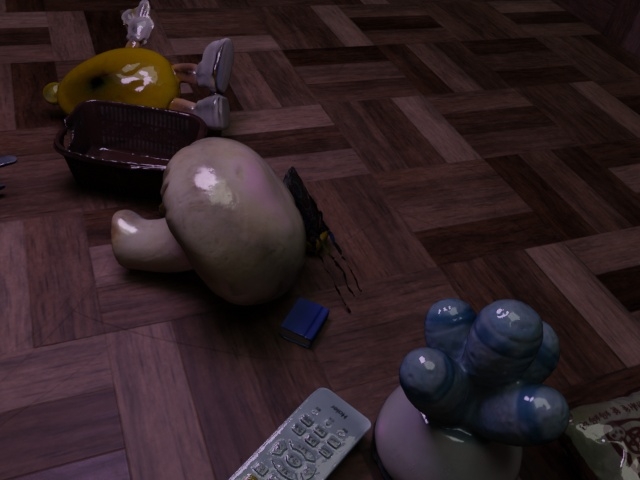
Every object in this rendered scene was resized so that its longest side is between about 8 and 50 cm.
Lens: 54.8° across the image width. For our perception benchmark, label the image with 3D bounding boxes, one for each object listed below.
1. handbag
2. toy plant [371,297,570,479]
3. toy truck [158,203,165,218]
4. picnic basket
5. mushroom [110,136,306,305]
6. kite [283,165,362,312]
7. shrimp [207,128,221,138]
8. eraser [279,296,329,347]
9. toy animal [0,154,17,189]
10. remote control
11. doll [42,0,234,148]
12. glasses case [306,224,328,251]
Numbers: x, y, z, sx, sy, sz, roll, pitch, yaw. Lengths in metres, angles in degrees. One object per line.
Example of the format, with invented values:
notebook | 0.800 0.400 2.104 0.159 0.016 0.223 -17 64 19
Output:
handbag | 0.480 0.336 0.932 0.213 0.127 0.235 -6 46 -21
toy plant | 0.216 0.210 0.869 0.247 0.332 0.247 6 40 -5
toy truck | -0.272 -0.075 1.296 0.123 0.052 0.063 -28 48 -33
picnic basket | -0.399 -0.184 1.335 0.297 0.129 0.222 9 43 0
mushroom | -0.178 -0.051 1.113 0.356 0.315 0.315 29 45 19
kite | 0.000 0.000 1.163 0.015 0.152 0.285 -23 74 -21
shrimp | -0.311 -0.289 1.530 0.101 0.042 0.190 -24 52 -18
eraser | -0.029 0.147 1.115 0.063 0.027 0.084 22 42 12
toy animal | -0.771 -0.160 1.277 0.239 0.176 0.255 46 19 30
remote control | -0.049 0.335 0.887 0.103 0.051 0.293 33 50 24
doll | -0.401 -0.374 1.453 0.423 0.161 0.348 30 83 10
glasses case | -0.094 -0.046 1.291 0.234 0.064 0.079 23 51 12
